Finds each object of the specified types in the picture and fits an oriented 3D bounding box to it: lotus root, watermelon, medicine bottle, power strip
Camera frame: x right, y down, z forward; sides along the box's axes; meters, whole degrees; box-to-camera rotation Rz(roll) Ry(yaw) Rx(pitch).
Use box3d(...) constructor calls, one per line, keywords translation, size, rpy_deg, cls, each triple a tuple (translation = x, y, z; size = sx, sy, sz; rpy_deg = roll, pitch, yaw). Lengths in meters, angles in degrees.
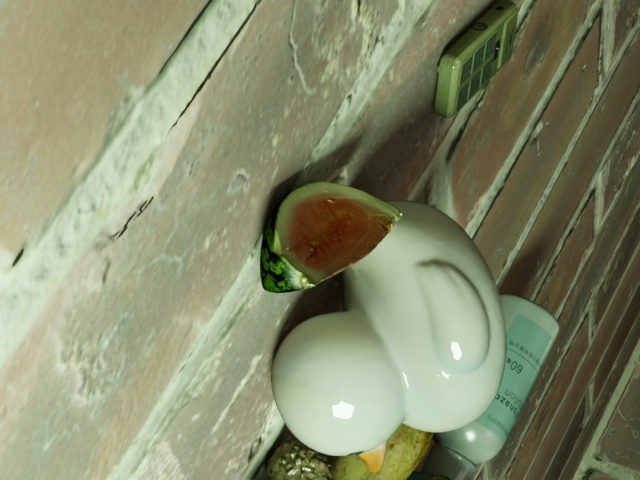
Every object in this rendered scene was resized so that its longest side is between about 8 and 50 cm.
box3d(translation=(0.058, 0.248, 1.416), size=(0.258, 0.097, 0.110), rpy_deg=(-54, 158, -22), cls="lotus root")
box3d(translation=(-0.009, -0.011, 1.044), size=(0.163, 0.087, 0.069), rpy_deg=(-37, 112, -55), cls="watermelon")
box3d(translation=(0.218, 0.246, 1.764), size=(0.352, 0.110, 0.110), rpy_deg=(-60, 157, -18), cls="medicine bottle")
box3d(translation=(0.169, -0.197, 1.327), size=(0.169, 0.028, 0.076), rpy_deg=(-46, 149, -42), cls="power strip")

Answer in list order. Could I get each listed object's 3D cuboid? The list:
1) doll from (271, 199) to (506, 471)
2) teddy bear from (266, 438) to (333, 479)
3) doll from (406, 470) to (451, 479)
box3d(translation=(0.050, 0.091, 1.164), size=(0.221, 0.221, 0.251), rpy_deg=(-23, 109, -61), cls="doll")
box3d(translation=(-0.037, 0.313, 1.205), size=(0.251, 0.129, 0.182), rpy_deg=(-53, 153, -33), cls="teddy bear")
box3d(translation=(0.106, 0.373, 1.538), size=(0.161, 0.177, 0.261), rpy_deg=(-64, 161, 5), cls="doll")
